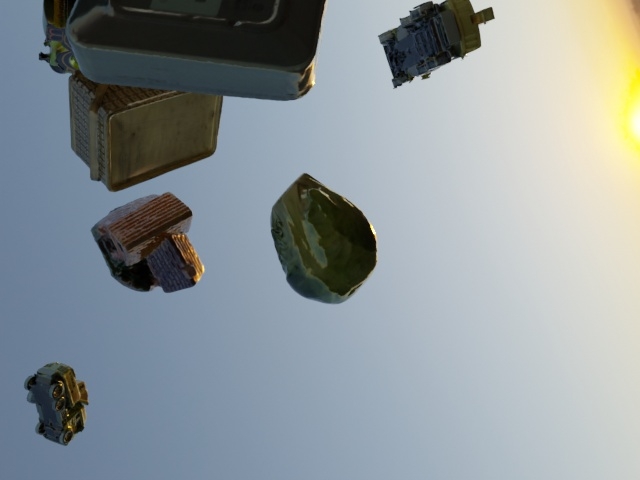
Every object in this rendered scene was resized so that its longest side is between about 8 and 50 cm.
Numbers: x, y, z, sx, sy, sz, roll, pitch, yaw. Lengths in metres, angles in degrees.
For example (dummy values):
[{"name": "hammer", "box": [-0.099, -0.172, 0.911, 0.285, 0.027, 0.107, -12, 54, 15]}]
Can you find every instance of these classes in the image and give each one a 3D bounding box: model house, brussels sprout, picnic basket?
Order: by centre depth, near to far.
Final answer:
[{"name": "brussels sprout", "box": [0.000, 0.000, 1.308, 0.271, 0.210, 0.219, 56, 178, -13]}, {"name": "picnic basket", "box": [-0.398, -0.280, 1.419, 0.312, 0.228, 0.175, -29, -120, -37]}, {"name": "model house", "box": [-0.421, 0.021, 1.583, 0.202, 0.237, 0.237, -28, -74, -27]}]

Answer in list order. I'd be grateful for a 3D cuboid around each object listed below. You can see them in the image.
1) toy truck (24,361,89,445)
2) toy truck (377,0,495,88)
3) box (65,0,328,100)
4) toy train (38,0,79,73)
[{"name": "toy truck", "box": [-0.589, 0.360, 1.440, 0.116, 0.085, 0.191, -46, -40, -56]}, {"name": "toy truck", "box": [0.231, -0.401, 1.266, 0.272, 0.157, 0.124, -165, 55, -76]}, {"name": "box", "box": [-0.180, -0.418, 1.061, 0.111, 0.396, 0.396, 93, -177, -60]}, {"name": "toy train", "box": [-0.528, -0.434, 1.379, 0.160, 0.296, 0.101, 2, -103, -23]}]
